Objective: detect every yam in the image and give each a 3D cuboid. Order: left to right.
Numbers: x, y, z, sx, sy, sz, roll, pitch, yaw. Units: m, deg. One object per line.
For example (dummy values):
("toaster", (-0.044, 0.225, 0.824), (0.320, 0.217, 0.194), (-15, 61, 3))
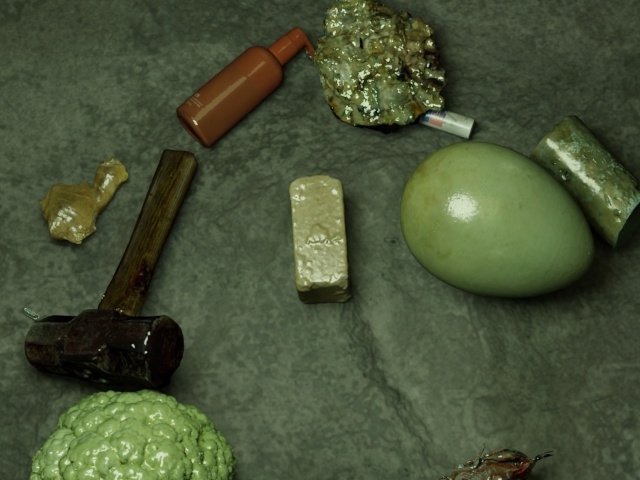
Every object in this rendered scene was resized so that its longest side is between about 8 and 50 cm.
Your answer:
("yam", (0.413, -0.086, 1.849), (0.107, 0.107, 0.194), (-39, 75, -9))

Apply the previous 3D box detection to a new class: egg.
("egg", (0.258, -0.022, 1.782), (0.295, 0.218, 0.218), (25, 75, -2))

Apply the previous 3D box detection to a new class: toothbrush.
("toothbrush", (-0.384, 0.143, 1.869), (0.167, 0.014, 0.011), (27, 67, 11))

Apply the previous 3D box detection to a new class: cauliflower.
("cauliflower", (-0.263, 0.347, 1.683), (0.275, 0.250, 0.272), (14, 29, -6))

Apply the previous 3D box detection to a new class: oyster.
("oyster", (0.089, -0.292, 1.933), (0.198, 0.092, 0.260), (-18, 63, 5))

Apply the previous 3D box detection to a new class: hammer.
("hammer", (-0.266, 0.031, 1.835), (0.242, 0.095, 0.409), (-3, 53, 33))

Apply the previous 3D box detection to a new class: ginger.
("ginger", (-0.376, -0.068, 1.912), (0.096, 0.067, 0.165), (27, 63, 11))

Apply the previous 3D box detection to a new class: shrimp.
("shrimp", (0.244, 0.338, 1.745), (0.190, 0.073, 0.075), (-27, 116, 4))

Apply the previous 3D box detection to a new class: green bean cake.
("green bean cake", (0.000, 0.000, 1.843), (0.085, 0.109, 0.179), (-4, 72, 2))

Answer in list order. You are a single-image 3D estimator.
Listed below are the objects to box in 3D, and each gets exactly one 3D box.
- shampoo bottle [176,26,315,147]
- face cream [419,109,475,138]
("shampoo bottle", (-0.115, -0.252, 1.946), (0.244, 0.085, 0.085), (-40, 74, -11))
("face cream", (0.178, -0.196, 1.935), (0.130, 0.034, 0.034), (20, 75, 10))
